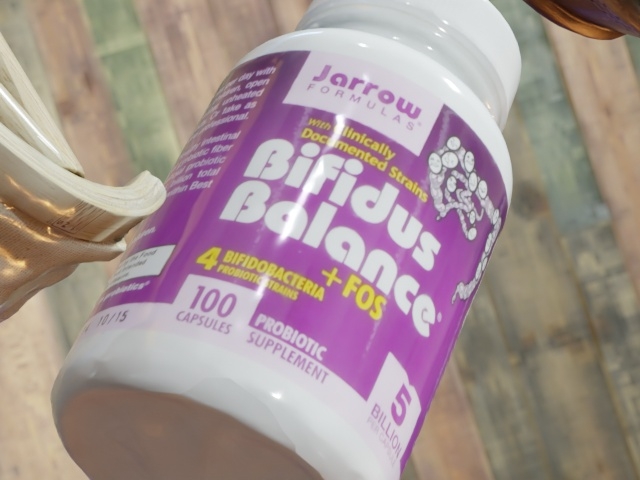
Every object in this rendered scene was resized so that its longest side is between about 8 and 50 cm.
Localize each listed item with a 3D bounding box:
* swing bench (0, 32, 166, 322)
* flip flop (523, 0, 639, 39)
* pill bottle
[{"bbox_3d":[-0.246,-0.031,0.687,0.254,0.253,0.165,53,13,1],"label":"swing bench"},{"bbox_3d":[0.072,-0.074,0.313,0.112,0.277,0.080,-66,172,22],"label":"flip flop"},{"bbox_3d":[0.000,0.000,0.874,0.169,0.169,0.301,79,29,-50],"label":"pill bottle"}]
